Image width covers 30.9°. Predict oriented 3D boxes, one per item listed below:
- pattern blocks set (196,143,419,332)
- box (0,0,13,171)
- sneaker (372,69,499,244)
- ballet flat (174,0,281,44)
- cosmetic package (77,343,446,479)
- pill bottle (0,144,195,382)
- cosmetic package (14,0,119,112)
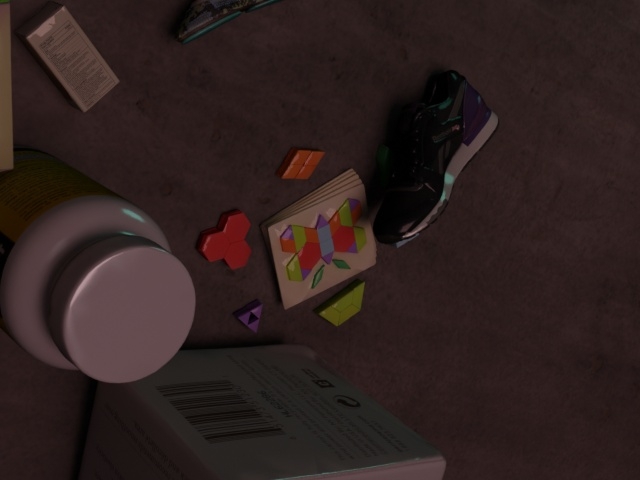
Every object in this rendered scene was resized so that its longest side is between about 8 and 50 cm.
[{"bbox_3d":[0.000,0.000,1.634,0.325,0.026,0.285,-40,127,-19],"label":"pattern blocks set"},{"bbox_3d":[-0.434,-0.190,1.171,0.214,0.117,0.242,-10,114,-34],"label":"box"},{"bbox_3d":[0.134,-0.124,1.635,0.124,0.107,0.283,50,57,-26],"label":"sneaker"},{"bbox_3d":[-0.108,-0.300,1.421,0.188,0.070,0.070,-29,123,-27],"label":"ballet flat"},{"bbox_3d":[-0.105,0.380,1.485,0.327,0.329,0.393,0,113,-39],"label":"cosmetic package"},{"bbox_3d":[-0.275,0.023,1.232,0.188,0.334,0.187,-14,115,-33],"label":"pill bottle"},{"bbox_3d":[-0.289,-0.209,1.323,0.060,0.041,0.115,-44,128,-15],"label":"cosmetic package"}]
